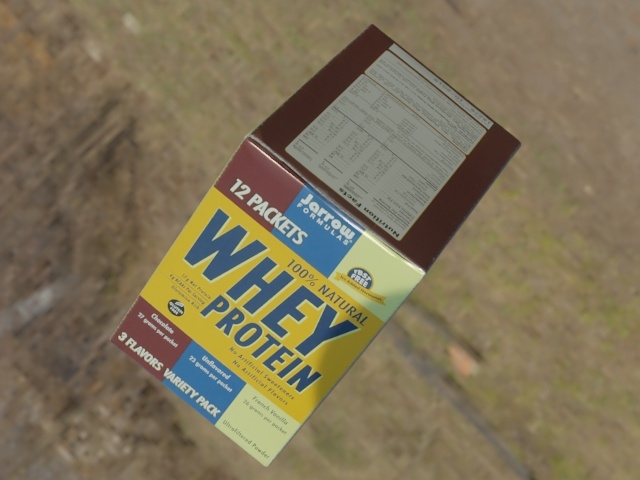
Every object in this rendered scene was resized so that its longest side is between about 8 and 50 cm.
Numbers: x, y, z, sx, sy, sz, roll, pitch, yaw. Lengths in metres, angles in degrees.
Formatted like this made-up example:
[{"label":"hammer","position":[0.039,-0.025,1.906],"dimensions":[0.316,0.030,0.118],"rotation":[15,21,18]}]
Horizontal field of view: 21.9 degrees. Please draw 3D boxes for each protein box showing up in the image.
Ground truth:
[{"label":"protein box","position":[0.000,0.000,1.094],"dimensions":[0.136,0.201,0.200],"rotation":[39,125,3]}]
